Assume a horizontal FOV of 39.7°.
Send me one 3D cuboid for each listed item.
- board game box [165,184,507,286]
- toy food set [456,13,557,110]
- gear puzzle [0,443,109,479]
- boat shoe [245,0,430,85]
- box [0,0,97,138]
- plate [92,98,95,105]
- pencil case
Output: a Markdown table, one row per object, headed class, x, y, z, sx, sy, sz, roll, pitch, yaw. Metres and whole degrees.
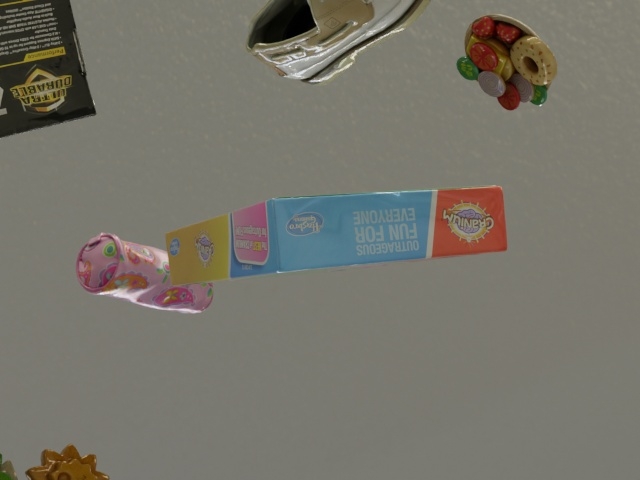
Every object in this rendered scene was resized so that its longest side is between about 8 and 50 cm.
| class | x | y | z | sx | sy | sz | roll | pitch | yaw |
| --- | --- | --- | --- | --- | --- | --- | --- | --- | --- |
| board game box | 0.000 | 0.000 | 0.922 | 0.242 | 0.064 | 0.316 | -4 | -3 | -26 |
| toy food set | 0.146 | -0.139 | 0.697 | 0.020 | 0.083 | 0.083 | -46 | -16 | -25 |
| gear puzzle | -0.312 | 0.256 | 0.744 | 0.338 | 0.176 | 0.044 | -9 | -21 | -49 |
| boat shoe | 0.026 | -0.263 | 0.937 | 0.103 | 0.113 | 0.302 | 6 | -28 | -32 |
| box | -0.403 | -0.211 | 0.851 | 0.321 | 0.079 | 0.257 | -21 | -67 | -29 |
| plate | -0.452 | -0.219 | 1.047 | 0.278 | 0.277 | 0.045 | -31 | -9 | -44 |
| pencil case | -0.327 | 0.066 | 1.695 | 0.124 | 0.124 | 0.284 | -41 | -31 | 19 |
